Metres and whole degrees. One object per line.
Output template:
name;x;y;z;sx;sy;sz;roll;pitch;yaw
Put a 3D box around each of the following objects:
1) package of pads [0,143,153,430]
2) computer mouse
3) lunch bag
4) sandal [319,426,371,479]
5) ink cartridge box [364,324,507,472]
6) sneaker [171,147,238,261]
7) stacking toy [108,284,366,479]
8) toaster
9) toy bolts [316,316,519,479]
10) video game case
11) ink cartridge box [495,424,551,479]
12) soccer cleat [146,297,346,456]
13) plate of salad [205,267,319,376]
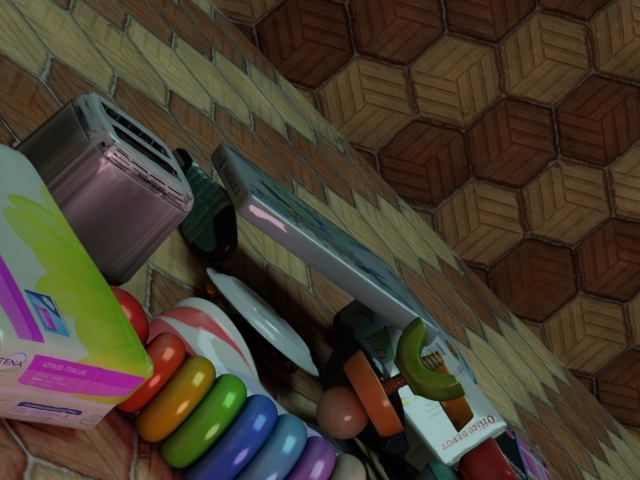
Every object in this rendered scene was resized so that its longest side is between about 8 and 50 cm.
package of pads;-0.291;0.021;1.276;0.296;0.101;0.229;55;15;25
computer mouse;0.060;0.225;1.857;0.188;0.072;0.272;53;-12;38
lunch bag;0.140;0.186;2.303;0.243;0.115;0.303;53;11;8
sandal;0.021;0.277;1.750;0.097;0.054;0.254;56;2;-1
ink cartridge box;0.135;0.226;2.057;0.154;0.093;0.212;-23;67;-45
sneaker;-0.149;-0.039;2.046;0.098;0.083;0.224;44;11;-46
stacking toy;-0.118;0.169;1.406;0.330;0.141;0.141;41;12;-7
toaster;-0.246;-0.061;1.594;0.227;0.146;0.129;37;16;-45
toy bolts;0.107;0.235;1.679;0.229;0.158;0.218;59;-1;18
video game case;0.000;0.000;2.055;0.329;0.036;0.300;35;7;-19
ink cartridge box;0.312;0.401;2.370;0.176;0.069;0.371;46;14;-12
soccer cleat;-0.075;0.205;1.528;0.318;0.108;0.116;51;32;4
plate of salad;-0.081;0.111;1.895;0.200;0.048;0.200;44;2;-2
